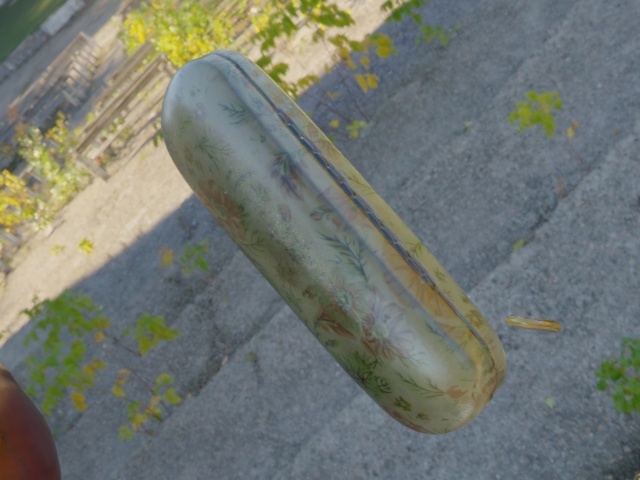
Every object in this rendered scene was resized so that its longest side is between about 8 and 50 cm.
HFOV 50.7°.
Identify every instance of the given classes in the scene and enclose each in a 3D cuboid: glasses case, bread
[{"bbox_3d":[0.000,0.000,0.641,0.098,0.425,0.156,-35,-11,-36],"label":"glasses case"},{"bbox_3d":[0.431,0.169,1.369,0.110,0.110,0.024,1,82,45],"label":"bread"}]

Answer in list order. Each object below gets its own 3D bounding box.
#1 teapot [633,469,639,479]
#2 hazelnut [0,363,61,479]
[{"bbox_3d":[0.593,0.463,1.046,0.252,0.178,0.135,41,120,36],"label":"teapot"},{"bbox_3d":[-0.432,0.221,0.600,0.409,0.359,0.359,31,77,17],"label":"hazelnut"}]
